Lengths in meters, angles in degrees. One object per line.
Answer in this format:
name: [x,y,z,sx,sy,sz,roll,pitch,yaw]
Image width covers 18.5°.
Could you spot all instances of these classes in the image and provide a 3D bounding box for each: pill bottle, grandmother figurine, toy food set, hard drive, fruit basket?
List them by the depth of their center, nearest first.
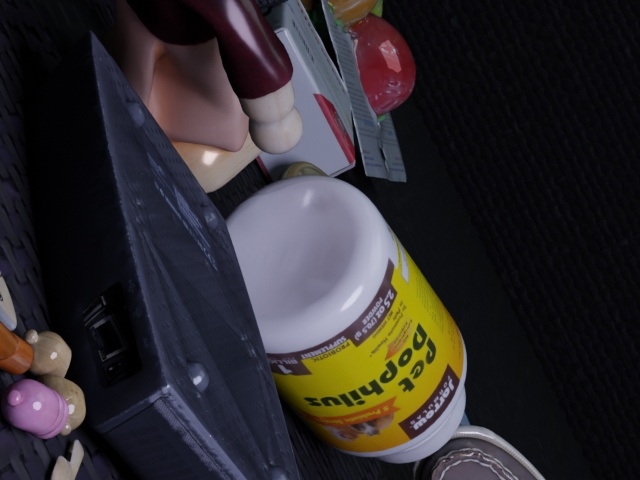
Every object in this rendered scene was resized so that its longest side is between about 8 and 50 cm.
toy food set: [-0.119,0.039,0.767,0.122,0.019,0.078,62,9,-14]
hard drive: [-0.075,0.033,0.938,0.172,0.054,0.255,56,10,-42]
grandmother figurine: [-0.074,-0.131,0.989,0.208,0.104,0.342,47,-14,16]
pill bottle: [0.019,0.059,1.219,0.215,0.117,0.117,53,15,-53]
fruit basket: [0.015,-0.231,2.070,0.327,0.165,0.353,-8,88,-81]

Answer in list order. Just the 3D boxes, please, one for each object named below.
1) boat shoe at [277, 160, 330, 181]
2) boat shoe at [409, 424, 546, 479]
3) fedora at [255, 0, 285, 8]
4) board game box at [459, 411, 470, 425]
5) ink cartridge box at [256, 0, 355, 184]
boat shoe: [0.001,-0.001,1.550,0.056,0.048,0.153,-56,130,-25]
boat shoe: [0.152,0.288,1.393,0.097,0.116,0.324,-78,148,-81]
fedora: [-0.071,-0.248,1.290,0.334,0.334,0.152,-98,-166,-64]
board game box: [0.126,0.220,1.672,0.211,0.039,0.160,67,9,19]
ink cartridge box: [-0.030,-0.126,1.609,0.127,0.072,0.175,61,9,-18]
